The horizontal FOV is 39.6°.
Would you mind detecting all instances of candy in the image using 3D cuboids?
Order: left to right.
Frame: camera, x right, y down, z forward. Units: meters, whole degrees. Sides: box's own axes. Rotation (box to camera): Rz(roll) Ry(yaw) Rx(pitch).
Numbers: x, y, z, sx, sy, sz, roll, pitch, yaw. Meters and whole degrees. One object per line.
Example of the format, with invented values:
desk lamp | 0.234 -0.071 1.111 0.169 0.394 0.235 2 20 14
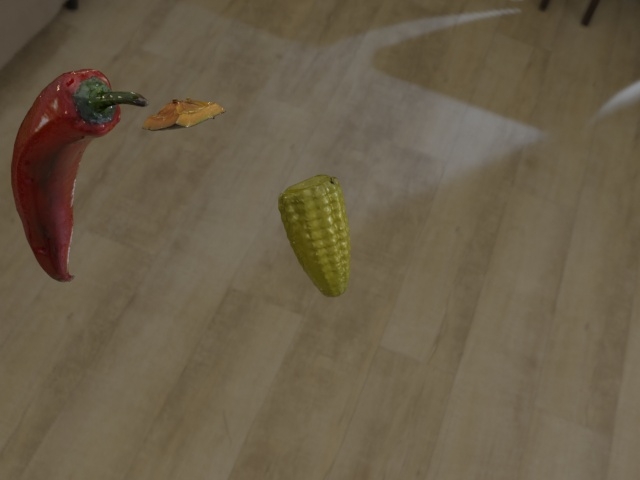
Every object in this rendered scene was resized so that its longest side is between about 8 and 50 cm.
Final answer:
candy | 0.000 0.000 1.422 0.106 0.199 0.094 -5 18 31

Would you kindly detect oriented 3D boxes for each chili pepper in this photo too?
chili pepper | -0.298 -0.093 1.056 0.137 0.368 0.092 39 49 1

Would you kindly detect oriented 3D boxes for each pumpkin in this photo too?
pumpkin | -0.191 -0.178 1.236 0.073 0.035 0.101 11 28 34
